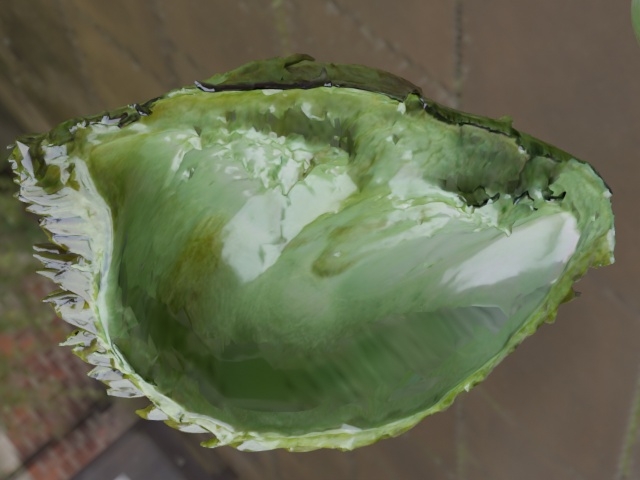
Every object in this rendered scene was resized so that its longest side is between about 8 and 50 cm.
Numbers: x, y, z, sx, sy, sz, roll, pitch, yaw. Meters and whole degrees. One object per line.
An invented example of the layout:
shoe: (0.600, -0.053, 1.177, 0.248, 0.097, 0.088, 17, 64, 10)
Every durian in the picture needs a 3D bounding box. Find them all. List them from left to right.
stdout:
durian: (0.000, 0.011, 0.828, 0.198, 0.163, 0.394, -12, 159, 35)

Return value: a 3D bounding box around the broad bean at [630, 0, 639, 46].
broad bean: (0.241, -0.085, 0.868, 0.169, 0.100, 0.228, 27, -178, 39)
